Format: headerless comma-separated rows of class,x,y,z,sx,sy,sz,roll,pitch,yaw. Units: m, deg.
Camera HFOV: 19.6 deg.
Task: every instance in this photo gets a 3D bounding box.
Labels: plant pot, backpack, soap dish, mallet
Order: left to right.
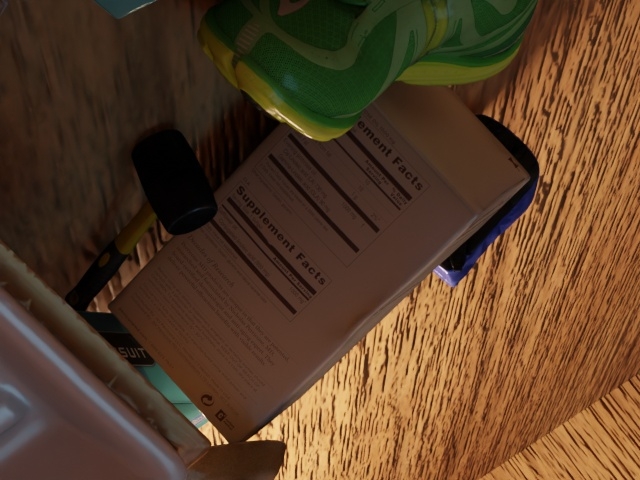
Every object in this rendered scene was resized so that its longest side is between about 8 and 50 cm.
soap dish,-0.230,0.088,0.977,0.229,0.118,0.291,-38,130,3
mallet,-0.130,-0.009,1.217,0.039,0.062,0.189,-12,165,-37
plant pot,-0.134,0.183,1.265,0.236,0.032,0.236,-15,167,-3
backpack,0.110,-0.037,1.464,0.120,0.098,0.101,-48,171,-5

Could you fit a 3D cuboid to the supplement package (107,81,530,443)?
supplement package,0.000,0.000,1.257,0.244,0.134,0.139,-45,174,23

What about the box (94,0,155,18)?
box,-0.007,-0.191,0.761,0.244,0.100,0.060,-23,148,22

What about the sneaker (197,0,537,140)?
sneaker,0.038,-0.145,1.090,0.295,0.109,0.123,-25,153,-51

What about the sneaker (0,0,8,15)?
sneaker,-0.204,-0.086,0.807,0.084,0.083,0.215,-55,-179,19

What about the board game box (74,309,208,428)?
board game box,-0.245,0.145,1.272,0.254,0.079,0.336,-36,161,18
